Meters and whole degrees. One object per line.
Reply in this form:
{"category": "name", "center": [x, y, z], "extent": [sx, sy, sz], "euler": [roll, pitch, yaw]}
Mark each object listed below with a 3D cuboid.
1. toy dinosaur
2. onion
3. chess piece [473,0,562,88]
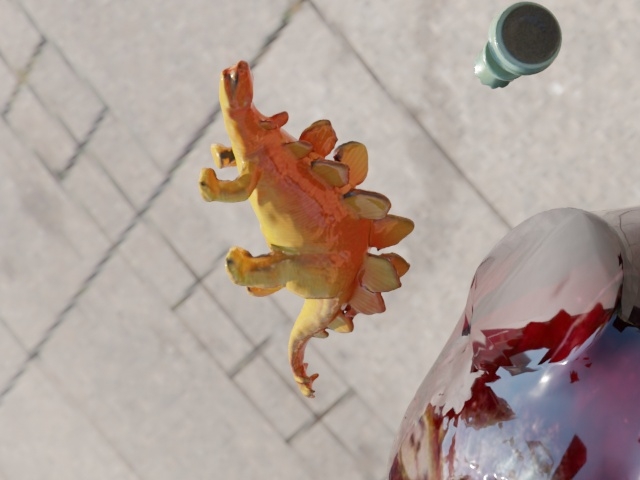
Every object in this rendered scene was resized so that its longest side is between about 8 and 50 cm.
{"category": "toy dinosaur", "center": [0.000, 0.000, 1.127], "extent": [0.117, 0.070, 0.288], "euler": [-10, 129, 10]}
{"category": "onion", "center": [0.272, 0.183, 1.164], "extent": [0.420, 0.398, 0.398], "euler": [13, 163, -27]}
{"category": "chess piece", "center": [0.110, -0.110, 1.047], "extent": [0.042, 0.042, 0.093], "euler": [50, 170, -1]}
